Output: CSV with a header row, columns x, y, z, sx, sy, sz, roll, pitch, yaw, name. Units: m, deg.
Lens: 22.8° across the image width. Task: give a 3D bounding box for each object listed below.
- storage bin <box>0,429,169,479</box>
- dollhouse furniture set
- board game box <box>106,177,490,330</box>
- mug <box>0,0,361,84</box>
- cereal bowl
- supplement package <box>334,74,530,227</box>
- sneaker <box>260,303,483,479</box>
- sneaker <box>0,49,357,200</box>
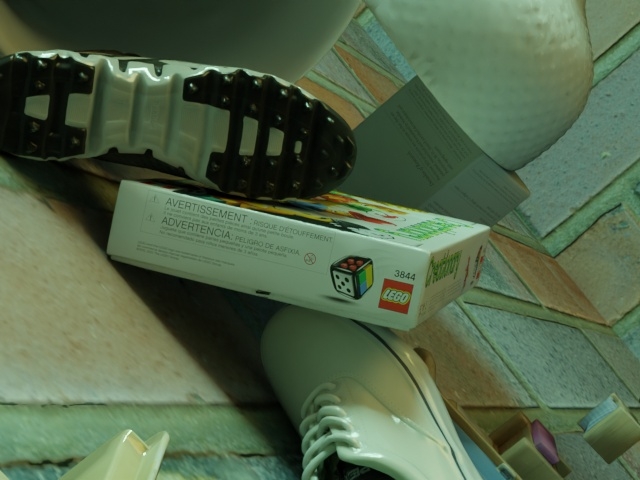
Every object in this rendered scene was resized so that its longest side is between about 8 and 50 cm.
x,y,z,sx,sy,sz,roll,pitch,yaw,name
-0.180,0.032,0.380,0.262,0.123,0.260,46,12,-9,storage bin
0.218,0.090,1.198,0.198,0.303,0.286,48,12,-7,dollhouse furniture set
0.000,0.000,1.069,0.193,0.053,0.305,13,6,11,board game box
-0.120,-0.309,1.105,0.276,0.374,0.328,13,23,-26,mug
0.119,-0.231,1.295,0.339,0.141,0.339,50,16,-20,cereal bowl
0.064,-0.034,1.334,0.105,0.179,0.105,33,20,-56,supplement package
0.029,0.123,0.931,0.091,0.094,0.258,15,28,-47,sneaker
-0.094,-0.079,0.981,0.234,0.078,0.106,8,12,-13,sneaker
